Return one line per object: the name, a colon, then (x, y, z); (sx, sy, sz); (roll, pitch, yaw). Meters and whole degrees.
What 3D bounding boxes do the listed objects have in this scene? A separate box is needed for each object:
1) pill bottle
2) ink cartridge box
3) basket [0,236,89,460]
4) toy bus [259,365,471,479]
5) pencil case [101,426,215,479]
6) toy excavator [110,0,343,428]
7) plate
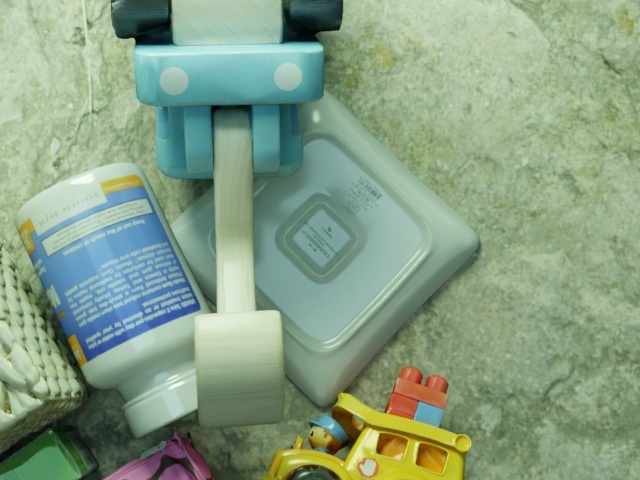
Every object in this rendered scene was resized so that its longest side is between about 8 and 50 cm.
pill bottle: (-0.206, 0.067, 1.083); (0.152, 0.152, 0.272); (-25, 84, -5)
ink cartridge box: (-0.346, 0.282, 1.071); (0.209, 0.109, 0.062); (-34, 85, -6)
basket: (-0.429, 0.096, 0.983); (0.266, 0.331, 0.328); (-32, 85, -8)
toy bus: (0.054, 0.234, 1.086); (0.220, 0.149, 0.211); (15, 69, 2)
pencil case: (-0.215, 0.293, 1.086); (0.209, 0.095, 0.098); (-31, 116, -6)
toy excavator: (-0.088, -0.093, 1.030); (0.222, 0.433, 0.445); (-4, 112, -6)
plate: (0.000, 0.000, 1.155); (0.277, 0.045, 0.278); (44, 83, 4)
